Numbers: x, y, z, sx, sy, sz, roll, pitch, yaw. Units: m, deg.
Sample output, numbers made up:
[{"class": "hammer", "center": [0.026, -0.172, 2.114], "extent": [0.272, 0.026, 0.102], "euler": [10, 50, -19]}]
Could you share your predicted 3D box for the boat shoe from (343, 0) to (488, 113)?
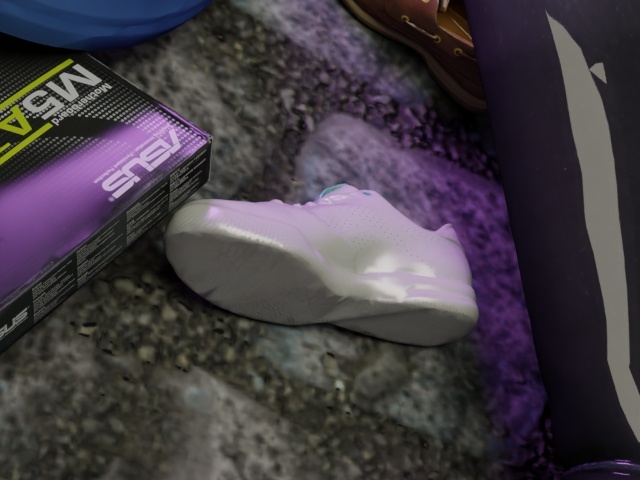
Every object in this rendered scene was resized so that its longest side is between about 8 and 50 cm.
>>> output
[{"class": "boat shoe", "center": [0.076, -0.167, 1.002], "extent": [0.178, 0.060, 0.064], "euler": [42, 56, -1]}]

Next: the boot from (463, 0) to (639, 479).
[{"class": "boot", "center": [0.144, 0.041, 0.825], "extent": [0.367, 0.146, 0.445], "euler": [9, 74, -43]}]

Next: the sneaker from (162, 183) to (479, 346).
[{"class": "sneaker", "center": [0.000, 0.000, 0.885], "extent": [0.212, 0.080, 0.094], "euler": [17, 55, -28]}]

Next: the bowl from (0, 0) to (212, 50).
[{"class": "bowl", "center": [-0.184, -0.300, 0.857], "extent": [0.391, 0.077, 0.391], "euler": [28, 46, -34]}]

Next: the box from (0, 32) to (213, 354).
[{"class": "box", "center": [-0.189, -0.042, 0.796], "extent": [0.184, 0.045, 0.191], "euler": [34, 54, 21]}]
